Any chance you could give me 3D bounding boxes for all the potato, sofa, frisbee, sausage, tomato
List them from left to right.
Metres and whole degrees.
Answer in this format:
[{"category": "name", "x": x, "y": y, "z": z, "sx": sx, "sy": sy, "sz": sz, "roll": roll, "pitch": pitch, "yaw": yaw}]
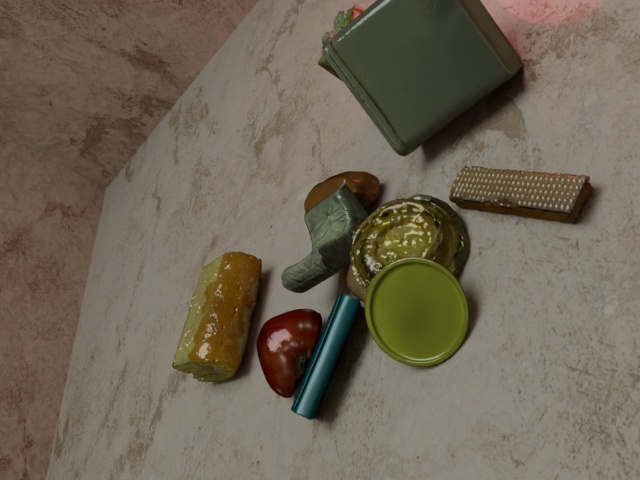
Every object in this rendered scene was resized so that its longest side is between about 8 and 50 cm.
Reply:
[{"category": "tomato", "x": -0.095, "y": 0.271, "z": 1.888, "sx": 0.200, "sy": 0.139, "sz": 0.233, "roll": -174, "pitch": 108, "yaw": -82}, {"category": "sofa", "x": 0.000, "y": 0.000, "z": 1.895, "sx": 0.225, "sy": 0.176, "sz": 0.210, "roll": -35, "pitch": 1, "yaw": -38}, {"category": "sausage", "x": 0.055, "y": -0.119, "z": 2.038, "sx": 0.241, "sy": 0.136, "sz": 0.120, "roll": -21, "pitch": 71, "yaw": 45}, {"category": "potato", "x": 0.129, "y": 0.095, "z": 1.762, "sx": 0.118, "sy": 0.109, "sz": 0.178, "roll": -36, "pitch": 26, "yaw": -9}, {"category": "frisbee", "x": 0.201, "y": 0.150, "z": 1.565, "sx": 0.235, "sy": 0.017, "sz": 0.236, "roll": 2, "pitch": 94, "yaw": 29}]

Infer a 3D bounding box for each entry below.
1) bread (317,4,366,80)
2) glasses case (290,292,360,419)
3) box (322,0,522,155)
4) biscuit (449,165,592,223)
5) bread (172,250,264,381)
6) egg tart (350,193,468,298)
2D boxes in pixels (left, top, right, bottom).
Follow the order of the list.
[{"category": "bread", "x": 0.138, "y": -0.516, "z": 2.075, "sx": 0.196, "sy": 0.252, "sz": 0.238, "roll": -64, "pitch": 25, "yaw": 2}, {"category": "glasses case", "x": 0.013, "y": 0.276, "z": 1.779, "sx": 0.117, "sy": 0.070, "sz": 0.301, "roll": 72, "pitch": -138, "yaw": -77}, {"category": "box", "x": 0.246, "y": -0.447, "z": 1.798, "sx": 0.343, "sy": 0.352, "sz": 0.177, "roll": -34, "pitch": 5, "yaw": 35}, {"category": "biscuit", "x": 0.408, "y": -0.102, "z": 1.551, "sx": 0.378, "sy": 0.054, "sz": 0.094, "roll": 14, "pitch": 76, "yaw": 60}, {"category": "bread", "x": -0.299, "y": 0.228, "z": 2.257, "sx": 0.236, "sy": 0.165, "sz": 0.376, "roll": -24, "pitch": 45, "yaw": 44}, {"category": "egg tart", "x": 0.191, "y": 0.007, "z": 1.656, "sx": 0.278, "sy": 0.095, "sz": 0.279, "roll": -10, "pitch": 57, "yaw": 16}]
